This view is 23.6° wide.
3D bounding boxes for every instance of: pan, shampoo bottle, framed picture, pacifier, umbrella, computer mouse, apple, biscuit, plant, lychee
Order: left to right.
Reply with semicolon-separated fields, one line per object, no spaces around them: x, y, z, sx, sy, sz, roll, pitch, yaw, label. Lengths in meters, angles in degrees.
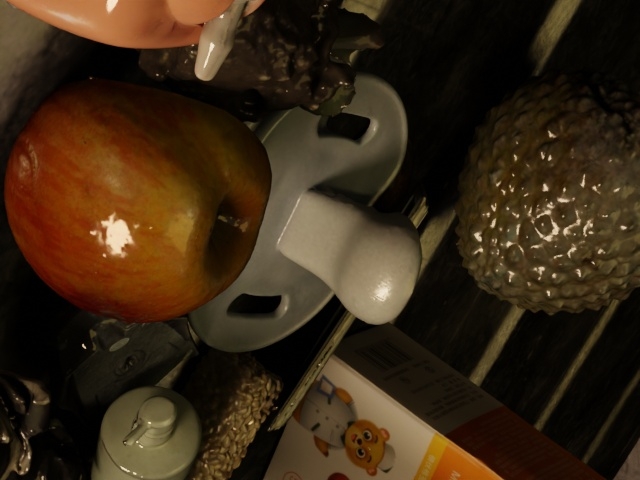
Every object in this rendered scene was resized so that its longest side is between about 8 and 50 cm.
-0.248;0.146;1.169;0.106;0.113;0.357;-54;161;-9;umbrella
-0.172;0.083;1.256;0.126;0.071;0.231;-37;164;-7;computer mouse
-0.133;-0.026;1.071;0.160;0.173;0.195;-59;157;-15;apple
-0.153;0.189;1.312;0.085;0.085;0.262;-40;168;-27;shampoo bottle
-0.107;0.183;1.468;0.168;0.082;0.070;-58;156;6;biscuit
-0.048;-0.149;1.097;0.142;0.131;0.203;-20;163;32;plant
0.000;0.000;1.288;0.227;0.207;0.279;2;119;-53;pacifier
0.022;-0.021;1.495;0.212;0.040;0.115;-53;149;-4;pan
0.034;0.063;1.540;0.273;0.016;0.216;-57;180;7;framed picture
0.268;-0.050;1.632;0.274;0.255;0.255;-41;152;-12;lychee

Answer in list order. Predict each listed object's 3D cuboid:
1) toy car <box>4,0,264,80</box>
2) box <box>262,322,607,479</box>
-0.090;-0.232;0.844;0.181;0.212;0.270;-15;134;-53;toy car
0.124;0.279;1.680;0.143;0.341;0.225;-16;134;-52;box
